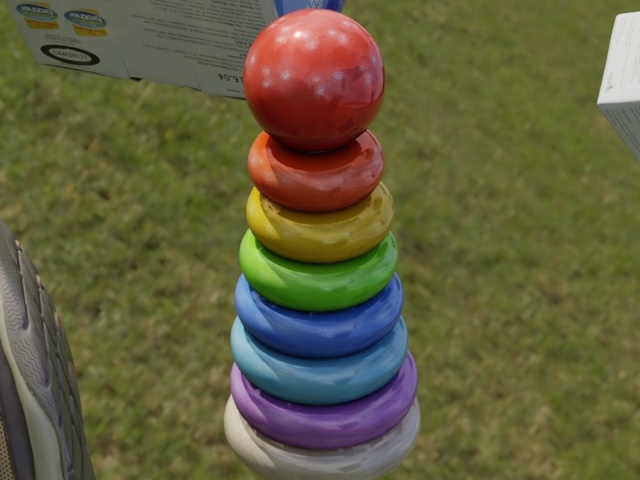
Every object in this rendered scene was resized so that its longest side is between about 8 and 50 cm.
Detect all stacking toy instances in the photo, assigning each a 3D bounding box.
[{"bbox_3d":[0.000,0.000,1.094,0.141,0.330,0.141,-1,31,0],"label":"stacking toy"}]

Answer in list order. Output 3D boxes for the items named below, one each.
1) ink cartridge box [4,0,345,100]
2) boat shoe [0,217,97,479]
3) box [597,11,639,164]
[{"bbox_3d":[-0.137,-0.258,1.354,0.270,0.395,0.151,11,60,18],"label":"ink cartridge box"},{"bbox_3d":[-0.215,0.151,1.069,0.132,0.130,0.355,-160,-125,-88],"label":"boat shoe"},{"bbox_3d":[0.305,-0.134,1.427,0.101,0.087,0.102,44,54,-45],"label":"box"}]
